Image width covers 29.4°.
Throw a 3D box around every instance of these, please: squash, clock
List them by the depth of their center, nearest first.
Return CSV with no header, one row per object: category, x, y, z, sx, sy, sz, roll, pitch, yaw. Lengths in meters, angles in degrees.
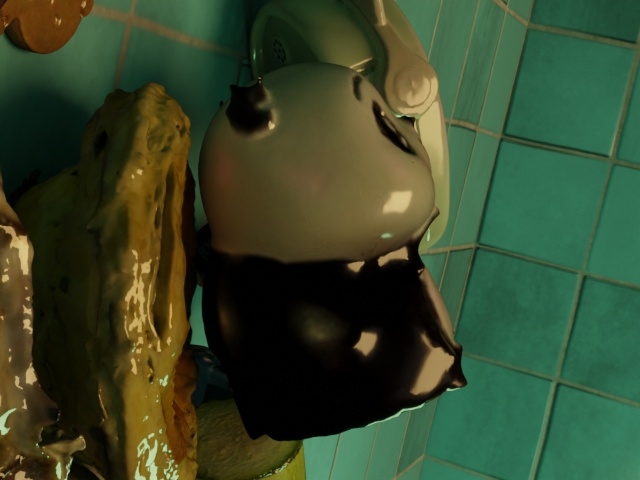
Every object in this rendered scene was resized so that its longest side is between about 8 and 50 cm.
squash,-0.075,0.287,1.186,0.132,0.132,0.247,-48,142,-54
clock,0.020,-0.152,1.283,0.108,0.265,0.324,-24,131,-19

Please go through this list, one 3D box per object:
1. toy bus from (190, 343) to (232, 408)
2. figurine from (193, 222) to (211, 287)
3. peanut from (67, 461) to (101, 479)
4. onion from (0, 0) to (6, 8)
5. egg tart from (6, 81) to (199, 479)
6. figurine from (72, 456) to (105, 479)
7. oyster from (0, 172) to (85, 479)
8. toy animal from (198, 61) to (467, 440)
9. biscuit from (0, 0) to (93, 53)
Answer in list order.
toy bus,-0.127,0.238,1.307,0.116,0.133,0.234,15,91,-70
figurine,-0.030,0.089,1.377,0.365,0.218,0.206,11,96,-66
peanut,-0.226,0.258,0.999,0.313,0.152,0.152,81,29,-60
onion,-0.284,-0.196,0.321,0.398,0.420,0.398,-22,155,-11
egg tart,-0.167,0.048,0.956,0.352,0.150,0.352,-179,-90,-89
figurine,-0.189,0.170,1.156,0.178,0.109,0.130,-66,147,-49
oyster,-0.268,0.053,0.759,0.275,0.100,0.271,7,101,-37
toy animal,0.000,0.000,1.080,0.251,0.251,0.310,-26,100,-67
biscuit,-0.213,-0.200,0.885,0.184,0.027,0.133,71,36,-60
